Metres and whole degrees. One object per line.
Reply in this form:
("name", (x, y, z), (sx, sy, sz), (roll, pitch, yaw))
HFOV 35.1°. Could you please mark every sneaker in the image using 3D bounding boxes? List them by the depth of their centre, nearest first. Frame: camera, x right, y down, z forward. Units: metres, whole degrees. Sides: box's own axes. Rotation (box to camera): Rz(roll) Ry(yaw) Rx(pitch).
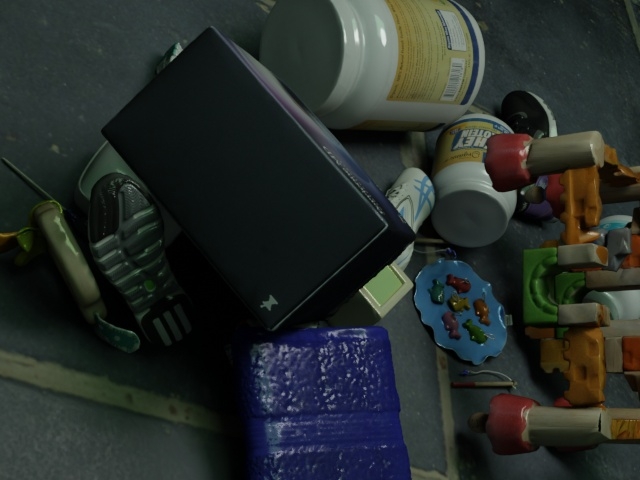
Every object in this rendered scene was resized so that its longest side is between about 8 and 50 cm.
("sneaker", (-0.226, 0.009, 1.155), (0.086, 0.229, 0.132), (-28, 36, -20))
("sneaker", (-0.063, 0.119, 1.293), (0.075, 0.057, 0.161), (51, 43, -6))
("sneaker", (-0.195, -0.207, 1.428), (0.076, 0.065, 0.167), (30, 45, -26))
("sneaker", (0.115, -0.043, 1.550), (0.086, 0.085, 0.237), (49, 39, -23))
("sneaker", (0.367, -0.171, 1.862), (0.124, 0.107, 0.283), (10, 54, -29))

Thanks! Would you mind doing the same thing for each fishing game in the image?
("fishing game", (0.228, 0.105, 1.574), (0.189, 0.041, 0.264), (7, 56, -36))

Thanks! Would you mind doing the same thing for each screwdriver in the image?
("screwdriver", (-0.317, -0.047, 1.227), (0.170, 0.024, 0.025), (45, 70, -2))

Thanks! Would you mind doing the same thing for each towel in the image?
("towel", (0.002, 0.254, 1.206), (0.227, 0.076, 0.308), (4, 70, -33))

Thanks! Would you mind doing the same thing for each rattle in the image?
("rattle", (-0.302, 0.067, 1.124), (0.142, 0.130, 0.200), (-33, 115, -32))

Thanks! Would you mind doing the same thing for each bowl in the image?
("bowl", (-0.236, -0.053, 1.277), (0.142, 0.053, 0.142), (37, 42, -12))

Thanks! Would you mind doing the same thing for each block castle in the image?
("block castle", (0.353, 0.083, 1.484), (0.303, 0.212, 0.453), (14, 74, -52))

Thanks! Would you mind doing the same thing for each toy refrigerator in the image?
("toy refrigerator", (0.000, 0.000, 1.412), (0.269, 0.094, 0.102), (50, 41, 2))

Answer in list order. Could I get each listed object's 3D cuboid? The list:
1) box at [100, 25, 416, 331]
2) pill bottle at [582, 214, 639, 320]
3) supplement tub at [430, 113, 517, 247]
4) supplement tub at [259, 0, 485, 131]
("box", (-0.054, -0.062, 1.195), (0.296, 0.182, 0.294), (49, 8, 9))
("pill bottle", (0.497, 0.073, 1.752), (0.146, 0.146, 0.264), (47, 41, -2))
("supplement tub", (0.252, -0.099, 1.664), (0.144, 0.144, 0.200), (34, 40, -17))
("supplement tub", (0.083, -0.288, 1.603), (0.316, 0.228, 0.228), (-4, 62, -43))
